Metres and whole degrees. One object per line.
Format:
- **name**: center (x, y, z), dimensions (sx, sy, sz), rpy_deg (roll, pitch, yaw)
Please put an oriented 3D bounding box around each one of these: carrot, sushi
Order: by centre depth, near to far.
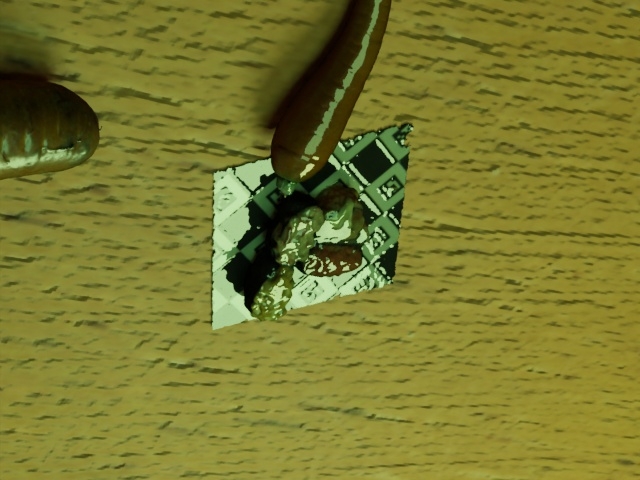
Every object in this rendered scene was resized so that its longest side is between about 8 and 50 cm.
- **carrot**: center (-0.191, -0.051, 0.844), dimensions (0.186, 0.060, 0.060), rpy_deg (0, 125, -33)
- **carrot**: center (0.008, -0.087, 0.957), dimensions (0.035, 0.035, 0.142), rpy_deg (15, 109, -39)
- **sushi**: center (0.000, 0.000, 1.025), dimensions (0.126, 0.026, 0.120), rpy_deg (-14, 131, -21)
